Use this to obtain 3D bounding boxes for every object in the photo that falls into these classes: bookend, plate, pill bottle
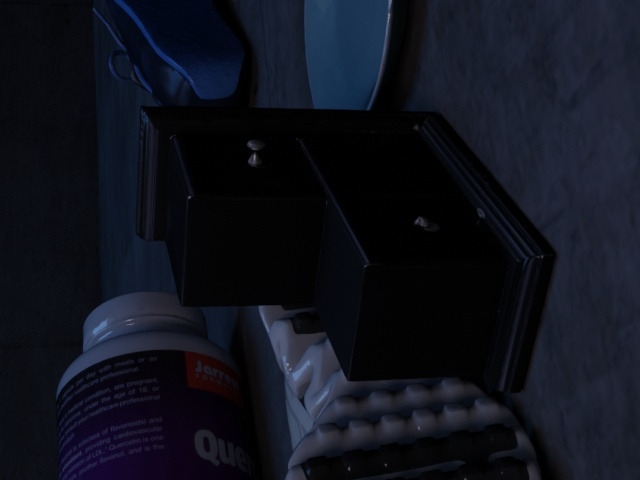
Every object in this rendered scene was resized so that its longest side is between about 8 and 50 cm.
[{"bbox_3d":[0.000,0.000,0.529,0.156,0.157,0.072,-114,28,-58],"label":"bookend"},{"bbox_3d":[0.023,-0.152,0.696,0.188,0.024,0.188,179,90,-74],"label":"plate"},{"bbox_3d":[-0.150,0.211,1.048,0.181,0.181,0.323,108,157,-49],"label":"pill bottle"}]

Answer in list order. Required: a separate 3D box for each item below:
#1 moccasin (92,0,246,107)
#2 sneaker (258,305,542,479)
[{"bbox_3d":[-0.162,-0.196,1.179,0.342,0.137,0.117,-111,21,-55],"label":"moccasin"},{"bbox_3d":[0.033,0.116,0.539,0.292,0.110,0.118,-104,11,-66],"label":"sneaker"}]
